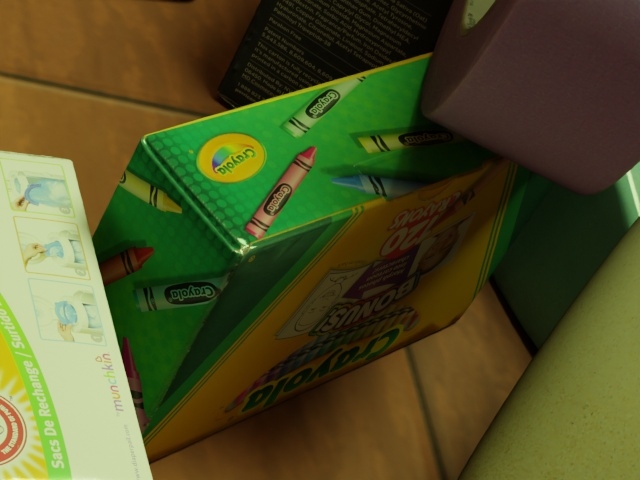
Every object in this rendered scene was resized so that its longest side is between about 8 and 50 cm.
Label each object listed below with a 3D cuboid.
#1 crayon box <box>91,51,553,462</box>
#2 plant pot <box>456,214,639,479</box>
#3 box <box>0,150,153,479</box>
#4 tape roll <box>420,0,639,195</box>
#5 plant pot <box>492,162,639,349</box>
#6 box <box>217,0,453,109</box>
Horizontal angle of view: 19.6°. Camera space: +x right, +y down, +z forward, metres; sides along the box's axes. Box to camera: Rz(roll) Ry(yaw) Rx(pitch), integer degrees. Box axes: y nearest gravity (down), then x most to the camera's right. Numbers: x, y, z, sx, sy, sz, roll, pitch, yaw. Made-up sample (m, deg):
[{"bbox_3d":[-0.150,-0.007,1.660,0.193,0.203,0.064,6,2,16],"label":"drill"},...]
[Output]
[{"bbox_3d":[0.000,0.000,0.958,0.278,0.165,0.081,-21,61,-45],"label":"crayon box"},{"bbox_3d":[0.205,0.090,0.903,0.274,0.256,0.256,-38,66,-6],"label":"plant pot"},{"bbox_3d":[-0.157,0.066,0.826,0.103,0.114,0.203,5,45,-28],"label":"box"},{"bbox_3d":[0.148,-0.162,0.874,0.090,0.275,0.275,26,38,-6],"label":"tape roll"},{"bbox_3d":[0.191,-0.032,1.126,0.166,0.165,0.234,11,50,-23],"label":"plant pot"},{"bbox_3d":[0.046,-0.166,1.137,0.108,0.207,0.153,34,38,5],"label":"box"}]
